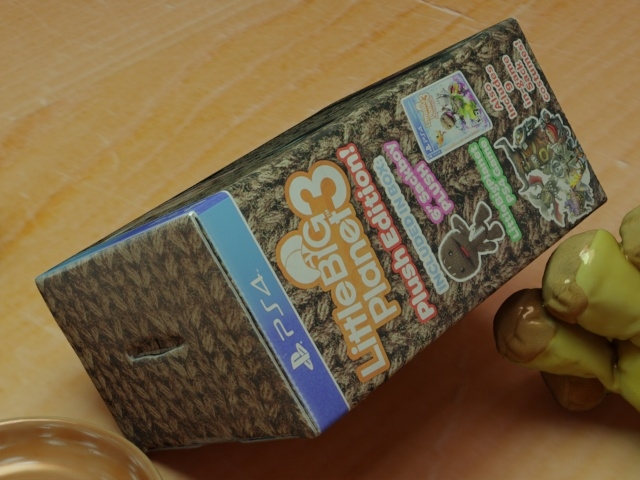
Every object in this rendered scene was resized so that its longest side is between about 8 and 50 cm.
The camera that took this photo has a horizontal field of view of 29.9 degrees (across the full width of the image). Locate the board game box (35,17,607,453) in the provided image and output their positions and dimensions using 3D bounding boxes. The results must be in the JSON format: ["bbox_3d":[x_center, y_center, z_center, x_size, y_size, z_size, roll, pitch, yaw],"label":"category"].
[{"bbox_3d":[0.000,0.000,0.800,0.291,0.141,0.232,-34,9,-35],"label":"board game box"}]

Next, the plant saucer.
[{"bbox_3d":[-0.189,0.192,0.735,0.200,0.037,0.200,-1,39,1],"label":"plant saucer"}]

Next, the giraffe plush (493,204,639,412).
[{"bbox_3d":[0.237,0.097,0.774,0.210,0.181,0.170,18,39,-33],"label":"giraffe plush"}]
